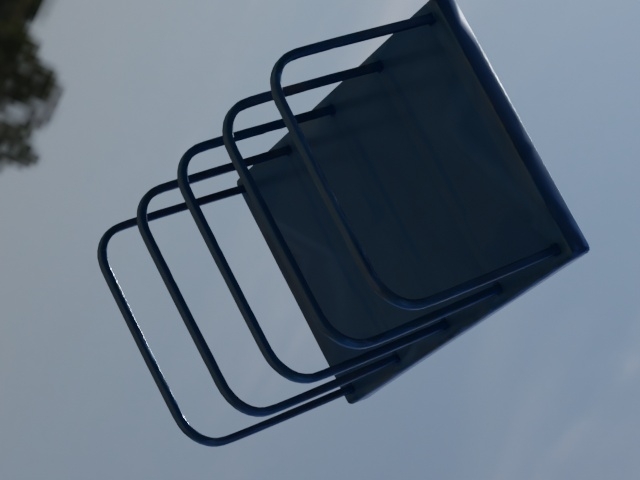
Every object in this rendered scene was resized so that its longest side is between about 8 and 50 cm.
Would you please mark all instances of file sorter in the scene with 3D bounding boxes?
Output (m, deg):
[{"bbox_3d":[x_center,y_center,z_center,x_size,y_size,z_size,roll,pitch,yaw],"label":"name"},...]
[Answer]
[{"bbox_3d":[0.000,0.000,0.740,0.104,0.118,0.170,-20,168,-39],"label":"file sorter"}]
